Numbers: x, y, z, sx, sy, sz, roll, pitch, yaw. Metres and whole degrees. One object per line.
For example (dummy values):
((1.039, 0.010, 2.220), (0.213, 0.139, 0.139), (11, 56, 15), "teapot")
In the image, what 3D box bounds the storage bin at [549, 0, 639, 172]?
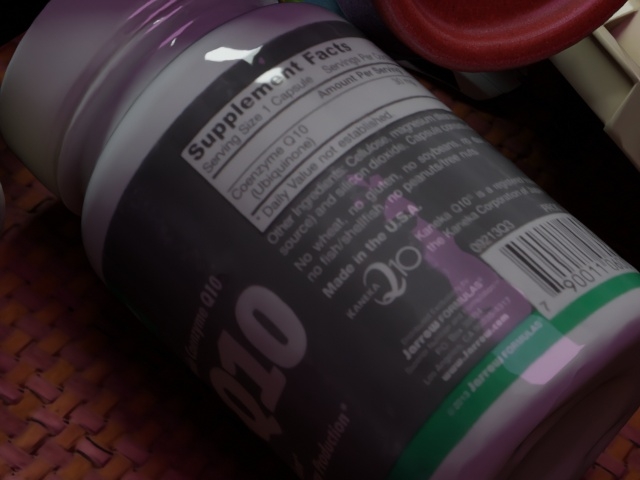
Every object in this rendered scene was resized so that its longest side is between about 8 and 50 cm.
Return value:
((0.246, -0.127, 1.259), (0.260, 0.123, 0.262), (-16, 60, -39), "storage bin")

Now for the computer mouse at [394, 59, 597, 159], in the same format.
((0.111, -0.132, 1.308), (0.193, 0.042, 0.106), (27, 46, 6), "computer mouse")

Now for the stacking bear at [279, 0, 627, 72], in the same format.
((0.031, -0.197, 1.160), (0.164, 0.175, 0.289), (-41, 27, -14), "stacking bear")

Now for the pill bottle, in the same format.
((0.000, 0.000, 1.029), (0.204, 0.204, 0.361), (-29, 62, -38), "pill bottle")

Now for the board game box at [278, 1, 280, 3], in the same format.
((-0.039, -0.202, 1.330), (0.133, 0.033, 0.169), (24, 50, -3), "board game box")

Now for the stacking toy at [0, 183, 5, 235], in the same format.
((-0.270, 0.079, 0.917), (0.141, 0.141, 0.330), (18, 49, -3), "stacking toy")

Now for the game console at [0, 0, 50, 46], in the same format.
((-0.148, -0.169, 1.027), (0.044, 0.361, 0.213), (61, 23, 0), "game console")
